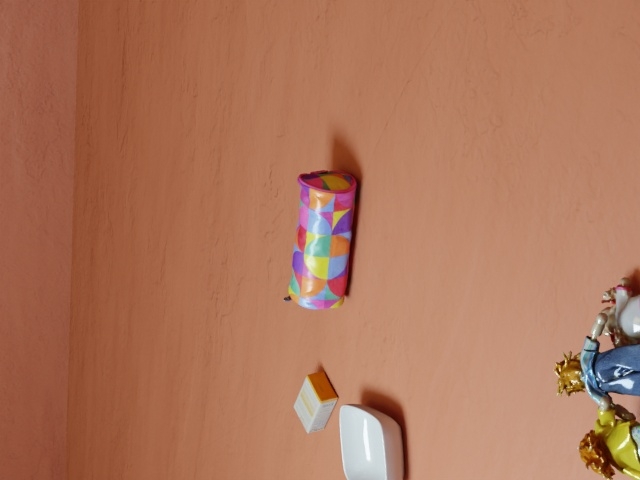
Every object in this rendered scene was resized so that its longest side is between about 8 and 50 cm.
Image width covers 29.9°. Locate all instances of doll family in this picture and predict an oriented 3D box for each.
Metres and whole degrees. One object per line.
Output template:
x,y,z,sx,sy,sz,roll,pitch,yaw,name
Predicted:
0.339,0.177,1.348,0.163,0.118,0.263,-18,83,62,doll family

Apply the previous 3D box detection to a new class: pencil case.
0.000,0.000,1.946,0.104,0.104,0.236,44,134,48,pencil case

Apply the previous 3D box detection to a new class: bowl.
0.088,0.334,1.935,0.142,0.053,0.142,12,110,60,bowl

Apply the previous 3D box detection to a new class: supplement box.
-0.009,0.286,2.115,0.062,0.036,0.098,60,146,33,supplement box
